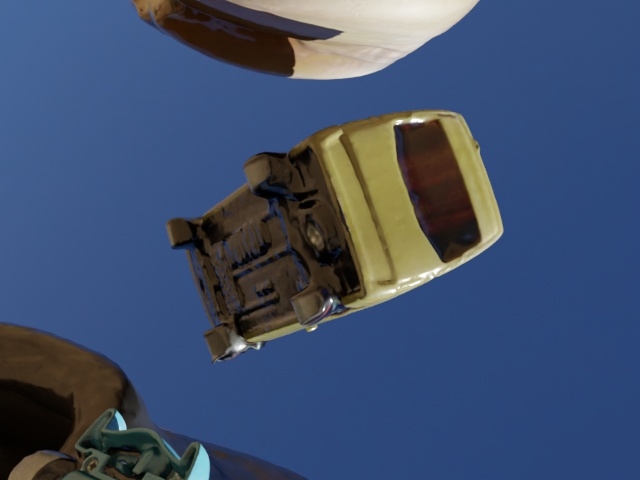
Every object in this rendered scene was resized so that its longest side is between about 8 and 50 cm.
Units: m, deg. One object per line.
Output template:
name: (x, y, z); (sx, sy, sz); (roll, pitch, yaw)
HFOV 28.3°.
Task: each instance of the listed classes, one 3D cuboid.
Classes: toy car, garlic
toy car: (0.000, 0.000, 0.769); (0.124, 0.101, 0.257); (-17, 176, -24)
toy car: (-0.105, 0.168, 0.577); (0.126, 0.098, 0.161); (11, -124, 40)
garlic: (0.007, -0.152, 0.754); (0.228, 0.110, 0.217); (-9, -175, -14)

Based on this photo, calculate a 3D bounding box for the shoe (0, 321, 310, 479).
shoe: (-0.121, 0.177, 0.803); (0.384, 0.237, 0.171); (19, -115, 11)
